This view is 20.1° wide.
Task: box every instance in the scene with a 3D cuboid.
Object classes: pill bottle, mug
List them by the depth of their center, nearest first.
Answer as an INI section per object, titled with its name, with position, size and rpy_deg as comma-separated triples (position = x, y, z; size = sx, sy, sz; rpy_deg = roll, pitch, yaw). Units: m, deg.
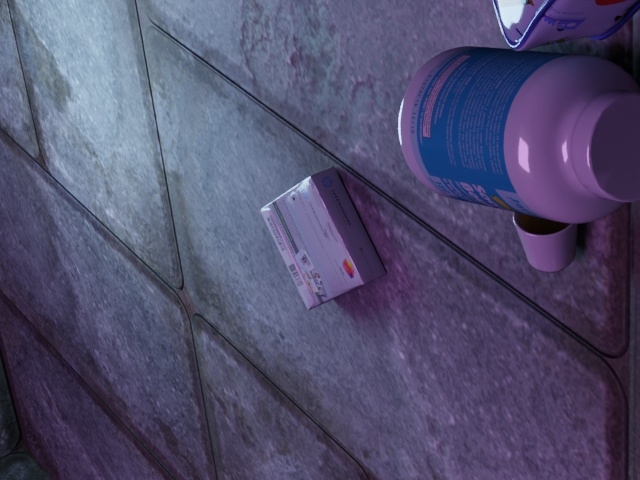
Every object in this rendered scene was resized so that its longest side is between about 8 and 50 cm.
[pill bottle]
position = 0.192, -0.094, 1.597
size = 0.264, 0.146, 0.146
rpy_deg = 16, 127, 60
[mug]
position = 0.223, -0.008, 1.745
size = 0.062, 0.078, 0.064
rpy_deg = 8, 136, 24

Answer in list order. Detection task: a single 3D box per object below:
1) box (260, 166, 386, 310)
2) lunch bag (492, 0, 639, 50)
[box]
position = 0.000, 0.000, 2.213
size = 0.145, 0.038, 0.186
rpy_deg = 64, 157, 2
[lunch bag]
position = 0.176, -0.313, 1.411
size = 0.243, 0.115, 0.303
rpy_deg = 124, 133, -70
